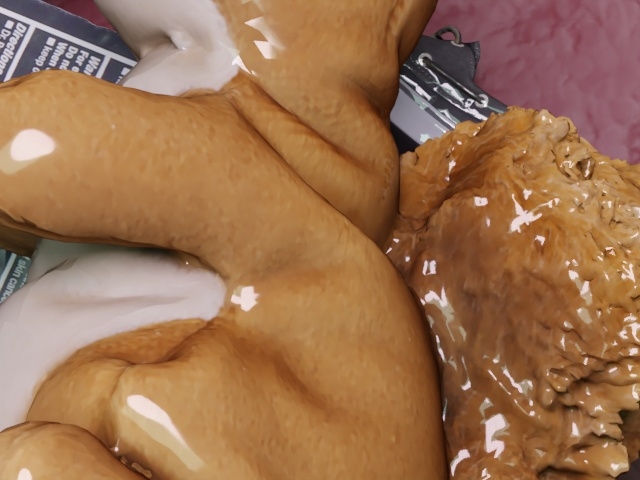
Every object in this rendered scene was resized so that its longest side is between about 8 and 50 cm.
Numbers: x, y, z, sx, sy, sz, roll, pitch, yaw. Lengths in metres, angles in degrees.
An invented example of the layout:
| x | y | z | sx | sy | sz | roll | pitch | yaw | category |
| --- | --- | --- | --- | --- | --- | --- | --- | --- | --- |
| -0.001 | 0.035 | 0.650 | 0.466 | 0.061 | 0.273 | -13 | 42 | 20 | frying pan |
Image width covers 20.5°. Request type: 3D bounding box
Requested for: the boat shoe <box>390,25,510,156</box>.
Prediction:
| x | y | z | sx | sy | sz | roll | pitch | yaw | category |
| --- | --- | --- | --- | --- | --- | --- | --- | --- | --- |
| 0.075 | -0.084 | 1.039 | 0.228 | 0.080 | 0.076 | 37 | 81 | 11 | boat shoe |

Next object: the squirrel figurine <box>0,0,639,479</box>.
| x | y | z | sx | sy | sz | roll | pitch | yaw | category |
| --- | --- | --- | --- | --- | --- | --- | --- | --- | --- |
| 0.000 | 0.000 | 0.817 | 0.397 | 0.281 | 0.370 | 23 | 72 | -22 | squirrel figurine |

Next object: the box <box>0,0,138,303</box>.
| x | y | z | sx | sy | sz | roll | pitch | yaw | category |
| --- | --- | --- | --- | --- | --- | --- | --- | --- | --- |
| -0.216 | 0.010 | 1.006 | 0.294 | 0.183 | 0.296 | 23 | 83 | 11 | box |
